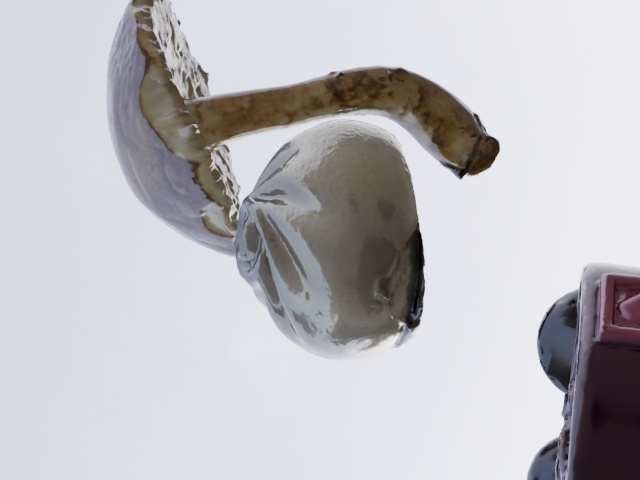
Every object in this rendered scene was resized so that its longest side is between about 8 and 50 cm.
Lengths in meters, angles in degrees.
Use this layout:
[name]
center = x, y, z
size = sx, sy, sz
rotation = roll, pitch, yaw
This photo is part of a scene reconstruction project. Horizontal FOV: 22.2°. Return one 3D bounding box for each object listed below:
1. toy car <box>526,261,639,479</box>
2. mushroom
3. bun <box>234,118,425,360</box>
[toy car]
center = 0.230, 0.174, 0.918
size = 0.271, 0.240, 0.340
rotation = -73, -13, -55
[mushroom]
center = -0.042, -0.116, 1.357
size = 0.302, 0.208, 0.233
rotation = -22, -75, -31
[bun]
center = 0.000, 0.000, 1.157
size = 0.120, 0.173, 0.172
rotation = -3, -94, -11
